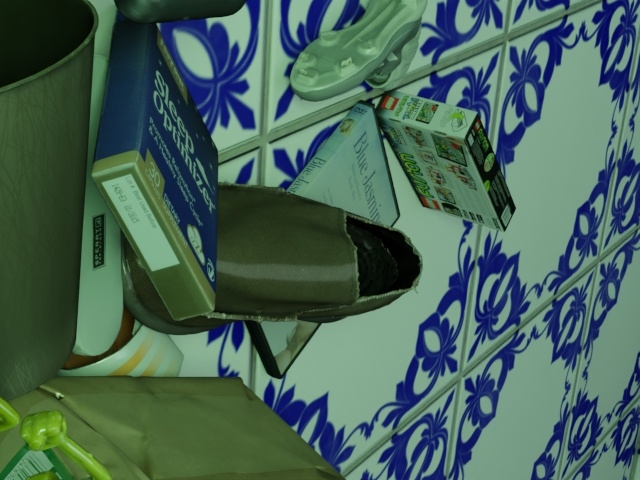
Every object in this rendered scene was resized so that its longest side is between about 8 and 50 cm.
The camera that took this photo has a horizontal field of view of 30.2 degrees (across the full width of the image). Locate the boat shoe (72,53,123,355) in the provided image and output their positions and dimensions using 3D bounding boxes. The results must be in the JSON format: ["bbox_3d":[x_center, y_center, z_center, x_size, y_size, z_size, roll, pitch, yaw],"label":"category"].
[{"bbox_3d":[-0.187,-0.026,0.859,0.078,0.070,0.219,-12,108,-62],"label":"boat shoe"}]

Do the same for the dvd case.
[{"bbox_3d":[0.000,0.000,1.238,0.253,0.022,0.180,-53,146,-28],"label":"dvd case"}]

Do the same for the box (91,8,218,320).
[{"bbox_3d":[-0.113,-0.068,0.855,0.225,0.037,0.136,-97,167,-50],"label":"box"}]

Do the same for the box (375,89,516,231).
[{"bbox_3d":[0.143,-0.086,1.330,0.036,0.114,0.207,-61,150,-16],"label":"box"}]

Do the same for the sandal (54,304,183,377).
[{"bbox_3d":[-0.153,0.124,1.005,0.102,0.076,0.265,-52,146,-29],"label":"sandal"}]

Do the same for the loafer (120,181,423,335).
[{"bbox_3d":[-0.032,0.005,1.031,0.366,0.130,0.133,1,79,-56],"label":"loafer"}]

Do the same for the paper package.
[{"bbox_3d":[-0.163,0.279,0.912,0.324,0.168,0.309,-57,152,12],"label":"paper package"}]

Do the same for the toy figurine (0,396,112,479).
[{"bbox_3d":[-0.287,0.014,0.581,0.191,0.217,0.362,-38,132,10],"label":"toy figurine"}]

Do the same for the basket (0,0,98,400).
[{"bbox_3d":[-0.226,-0.021,0.730,0.204,0.154,0.226,-23,133,-31],"label":"basket"}]

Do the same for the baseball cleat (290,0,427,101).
[{"bbox_3d":[0.046,-0.174,1.163,0.206,0.072,0.109,-44,148,-32],"label":"baseball cleat"}]

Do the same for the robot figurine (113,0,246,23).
[{"bbox_3d":[-0.114,-0.262,0.740,0.278,0.174,0.209,-15,133,-55],"label":"robot figurine"}]
